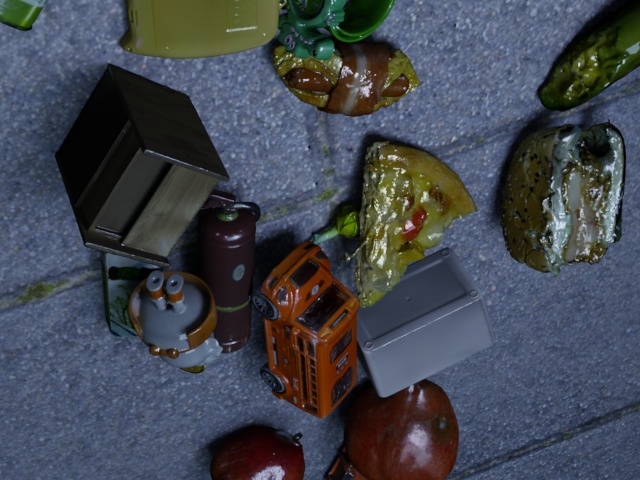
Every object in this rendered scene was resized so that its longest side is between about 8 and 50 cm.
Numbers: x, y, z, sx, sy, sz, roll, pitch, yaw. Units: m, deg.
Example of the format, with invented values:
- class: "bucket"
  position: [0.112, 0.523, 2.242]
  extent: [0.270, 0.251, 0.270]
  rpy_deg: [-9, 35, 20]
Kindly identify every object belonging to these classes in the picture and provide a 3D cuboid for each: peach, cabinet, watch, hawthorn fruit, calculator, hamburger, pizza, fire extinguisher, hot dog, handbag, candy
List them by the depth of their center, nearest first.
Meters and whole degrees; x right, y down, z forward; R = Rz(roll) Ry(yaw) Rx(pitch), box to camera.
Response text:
- class: "calculator"
  position: [-0.162, -0.321, 1.492]
  extent: [0.236, 0.033, 0.157]
  rpy_deg: [-7, 131, -10]
- class: "cabinet"
  position: [-0.254, -0.102, 1.531]
  extent: [0.148, 0.215, 0.175]
  rpy_deg: [19, 118, -37]
- class: "watch"
  position: [0.025, -0.345, 1.546]
  extent: [0.152, 0.131, 0.165]
  rpy_deg: [-16, 132, -39]
- class: "hot dog"
  position: [0.050, -0.241, 1.642]
  extent: [0.261, 0.093, 0.123]
  rpy_deg: [-4, 139, -24]
- class: "fire extinguisher"
  position: [-0.170, 0.039, 1.774]
  extent: [0.141, 0.105, 0.341]
  rpy_deg: [-6, 134, -12]
- class: "pizza"
  position: [0.146, -0.010, 1.853]
  extent: [0.280, 0.075, 0.288]
  rpy_deg: [16, 97, -42]
- class: "candy"
  position: [0.000, 0.000, 1.871]
  extent: [0.194, 0.058, 0.062]
  rpy_deg: [-30, 124, 13]
- class: "hamburger"
  position: [0.421, -0.079, 1.924]
  extent: [0.167, 0.192, 0.288]
  rpy_deg: [-8, 106, -28]
- class: "hawthorn fruit"
  position: [-0.113, 0.447, 2.123]
  extent: [0.202, 0.185, 0.185]
  rpy_deg: [-43, 136, -11]
- class: "peach"
  position: [0.168, 0.371, 2.149]
  extent: [0.232, 0.232, 0.257]
  rpy_deg: [-10, 138, -19]
- class: "handbag"
  position: [0.113, 0.496, 2.349]
  extent: [0.190, 0.063, 0.127]
  rpy_deg: [3, 127, -33]

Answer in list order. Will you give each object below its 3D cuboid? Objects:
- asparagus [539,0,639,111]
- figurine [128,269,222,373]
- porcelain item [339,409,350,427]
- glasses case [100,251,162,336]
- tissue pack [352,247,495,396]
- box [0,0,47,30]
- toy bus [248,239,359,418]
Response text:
- class: "asparagus"
  position: [0.526, -0.344, 1.783]
  extent: [0.382, 0.128, 0.108]
  rpy_deg: [-35, 98, 7]
- class: "figurine"
  position: [-0.229, 0.145, 1.736]
  extent: [0.143, 0.143, 0.271]
  rpy_deg: [-13, 132, -16]
- class: "porcelain item"
  position: [0.066, 0.383, 2.245]
  extent: [0.036, 0.028, 0.083]
  rpy_deg: [-33, 136, 0]
- class: "glasses case"
  position: [-0.303, 0.038, 1.738]
  extent: [0.095, 0.062, 0.272]
  rpy_deg: [-11, 132, -18]
- class: "tissue pack"
  position: [0.177, 0.150, 2.008]
  extent: [0.246, 0.159, 0.136]
  rpy_deg: [-25, 133, -4]
- class: "box"
  position: [-0.310, -0.423, 1.283]
  extent: [0.097, 0.134, 0.345]
  rpy_deg: [19, 119, -42]
- class: "toy bus"
  position: [-0.016, 0.159, 1.871]
  extent: [0.143, 0.153, 0.329]
  rpy_deg: [-44, 150, -32]
